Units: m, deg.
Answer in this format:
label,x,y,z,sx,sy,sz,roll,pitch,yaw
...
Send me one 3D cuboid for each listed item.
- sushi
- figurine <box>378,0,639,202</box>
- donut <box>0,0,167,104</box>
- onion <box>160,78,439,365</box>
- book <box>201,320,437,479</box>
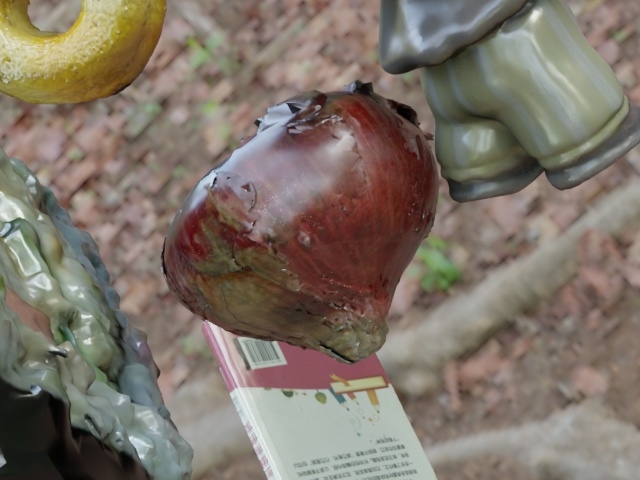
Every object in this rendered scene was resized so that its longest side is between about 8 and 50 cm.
label,x,y,z,sx,sy,sz,roll,pitch,yaw
sushi,-0.255,0.085,0.992,0.285,0.328,0.329,-37,57,4
figurine,0.027,-0.184,1.045,0.203,0.380,0.248,-43,17,-13
donut,-0.186,-0.164,1.325,0.152,0.152,0.058,-40,-7,9
onion,0.000,0.000,1.129,0.184,0.147,0.184,-32,-9,-6
book,0.009,0.158,1.608,0.022,0.162,0.232,-50,57,42
